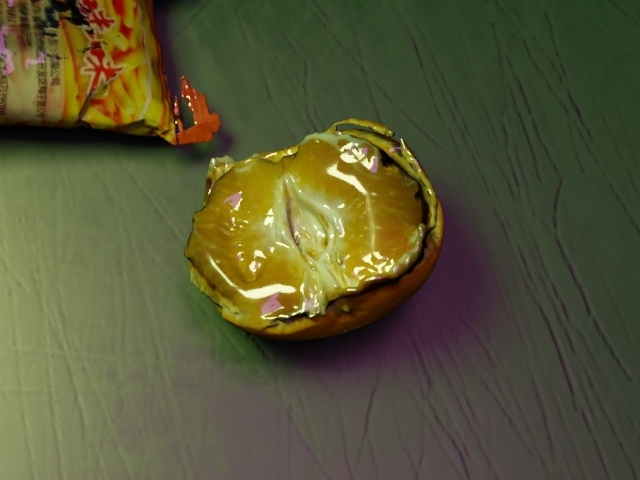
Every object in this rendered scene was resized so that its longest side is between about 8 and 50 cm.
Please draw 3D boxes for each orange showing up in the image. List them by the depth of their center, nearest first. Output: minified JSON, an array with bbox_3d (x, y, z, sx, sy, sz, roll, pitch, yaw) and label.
[{"bbox_3d":[0.000,0.000,1.230,0.170,0.112,0.160,28,78,37],"label":"orange"}]

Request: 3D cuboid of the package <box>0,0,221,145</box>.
[{"bbox_3d":[-0.220,-0.157,1.254,0.288,0.108,0.223,-8,78,-10],"label":"package"}]
